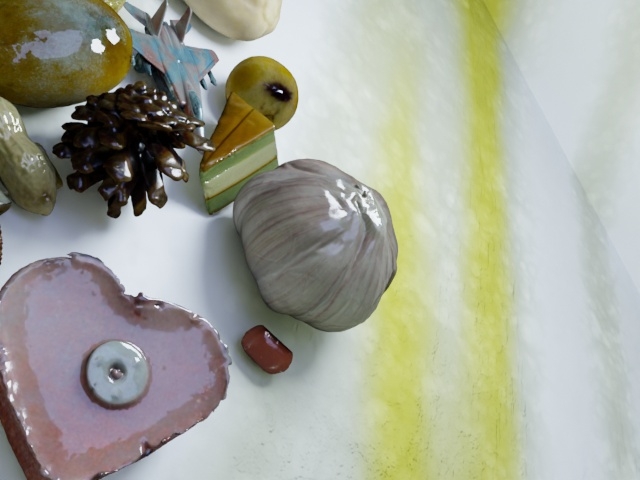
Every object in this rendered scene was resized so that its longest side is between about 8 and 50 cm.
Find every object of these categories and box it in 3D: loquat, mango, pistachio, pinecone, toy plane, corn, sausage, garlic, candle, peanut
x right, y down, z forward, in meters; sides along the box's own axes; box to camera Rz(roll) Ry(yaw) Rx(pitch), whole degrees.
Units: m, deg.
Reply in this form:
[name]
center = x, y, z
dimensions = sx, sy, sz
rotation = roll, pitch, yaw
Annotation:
[loquat]
center = -0.116, -0.291, 1.496
dimensions = 0.163, 0.137, 0.163
rotation = 13, 55, -19
[mango]
center = -0.431, -0.297, 1.145
dimensions = 0.316, 0.146, 0.193
rotation = -15, 78, -46
[pistachio]
center = -0.208, -0.541, 1.559
dimensions = 0.299, 0.187, 0.188
rotation = 39, 40, -13
[pinecone]
center = -0.287, -0.135, 1.140
dimensions = 0.202, 0.228, 0.201
rotation = 34, 86, -45
[toy plane]
center = -0.261, -0.289, 1.363
dimensions = 0.222, 0.104, 0.327
rotation = 4, 65, -45
[corn]
center = -0.415, -0.113, 1.124
dimensions = 0.083, 0.027, 0.028
rotation = 57, 16, 0
[sausage]
center = -0.090, 0.182, 1.248
dimensions = 0.094, 0.059, 0.054
rotation = 45, 82, -15
[garlic]
center = 0.000, 0.000, 1.315
dimensions = 0.317, 0.259, 0.318
rotation = 33, 41, -35
[candle]
center = -0.290, 0.190, 0.971
dimensions = 0.316, 0.131, 0.287
rotation = 25, 53, -22
[peanut]
center = -0.432, -0.118, 1.063
dimensions = 0.187, 0.082, 0.082
rotation = 55, 37, -3

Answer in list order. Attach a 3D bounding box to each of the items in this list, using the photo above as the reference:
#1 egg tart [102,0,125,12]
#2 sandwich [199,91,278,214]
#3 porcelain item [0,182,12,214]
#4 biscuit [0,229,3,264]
[egg tart]
center = -0.424, -0.472, 1.310
dimensions = 0.191, 0.074, 0.191
rotation = 16, 47, -18
[sandwich]
center = -0.181, -0.160, 1.372
dimensions = 0.144, 0.117, 0.187
rotation = 33, 56, 32
[porcelain item]
center = -0.504, -0.121, 1.011
dimensions = 0.213, 0.054, 0.084
rotation = 56, 37, 1
[biscuit]
center = -0.464, 0.028, 0.929
dimensions = 0.126, 0.025, 0.206
rotation = 43, 56, -26
